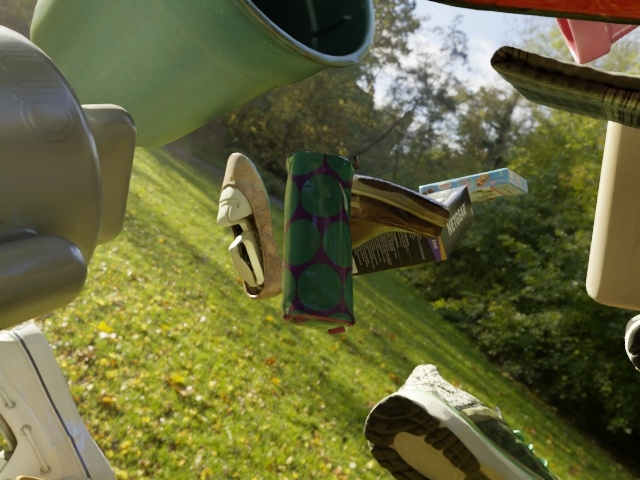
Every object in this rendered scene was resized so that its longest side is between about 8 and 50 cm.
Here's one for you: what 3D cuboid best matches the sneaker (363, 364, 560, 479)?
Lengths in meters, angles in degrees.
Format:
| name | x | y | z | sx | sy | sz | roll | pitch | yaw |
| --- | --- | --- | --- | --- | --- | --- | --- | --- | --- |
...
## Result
| name | x | y | z | sx | sy | sz | roll | pitch | yaw |
| --- | --- | --- | --- | --- | --- | --- | --- | --- | --- |
| sneaker | 0.265 | 0.311 | 0.779 | 0.410 | 0.158 | 0.182 | 39 | 35 | 3 |

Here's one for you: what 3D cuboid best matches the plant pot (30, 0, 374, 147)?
| name | x | y | z | sx | sy | sz | roll | pitch | yaw |
| --- | --- | --- | --- | --- | --- | --- | --- | --- | --- |
| plant pot | -0.164 | -0.297 | 0.707 | 0.341 | 0.334 | 0.341 | 27 | 53 | -41 |

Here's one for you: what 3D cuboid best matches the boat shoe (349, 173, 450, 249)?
| name | x | y | z | sx | sy | sz | roll | pitch | yaw |
| --- | --- | --- | --- | --- | --- | --- | --- | --- | --- |
| boat shoe | 0.044 | -0.024 | 0.660 | 0.095 | 0.095 | 0.257 | 16 | 4 | -33 |

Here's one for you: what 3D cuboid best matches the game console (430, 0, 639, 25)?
| name | x | y | z | sx | sy | sz | roll | pitch | yaw |
| --- | --- | --- | --- | --- | --- | --- | --- | --- | --- |
| game console | 0.205 | -0.248 | 0.470 | 0.386 | 0.060 | 0.342 | 1 | 35 | -11 |

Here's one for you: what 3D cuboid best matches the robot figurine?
| name | x | y | z | sx | sy | sz | roll | pitch | yaw |
| --- | --- | --- | --- | --- | --- | --- | --- | --- | --- |
| robot figurine | -0.279 | -0.028 | 0.325 | 0.300 | 0.200 | 0.353 | 25 | 26 | 23 |

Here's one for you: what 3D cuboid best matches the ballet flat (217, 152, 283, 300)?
| name | x | y | z | sx | sy | sz | roll | pitch | yaw |
| --- | --- | --- | --- | --- | --- | --- | --- | --- | --- |
| ballet flat | -0.152 | -0.022 | 1.160 | 0.107 | 0.316 | 0.106 | -11 | 11 | 44 |

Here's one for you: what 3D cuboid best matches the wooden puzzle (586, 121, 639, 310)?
| name | x | y | z | sx | sy | sz | roll | pitch | yaw |
| --- | --- | --- | --- | --- | --- | --- | --- | --- | --- |
| wooden puzzle | 0.609 | -0.036 | 0.901 | 0.347 | 0.322 | 0.080 | 9 | -2 | -3 |

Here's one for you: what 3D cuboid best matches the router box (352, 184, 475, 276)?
| name | x | y | z | sx | sy | sz | roll | pitch | yaw |
| --- | --- | --- | --- | --- | --- | --- | --- | --- | --- |
| router box | 0.164 | -0.021 | 1.145 | 0.309 | 0.242 | 0.081 | -34 | 109 | -60 |

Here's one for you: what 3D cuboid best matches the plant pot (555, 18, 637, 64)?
| name | x | y | z | sx | sy | sz | roll | pitch | yaw |
| --- | --- | --- | --- | --- | --- | --- | --- | --- | --- |
| plant pot | 0.492 | -0.427 | 0.947 | 0.201 | 0.180 | 0.201 | 47 | 31 | -40 |

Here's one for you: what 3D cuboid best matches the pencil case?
| name | x | y | z | sx | sy | sz | roll | pitch | yaw |
| --- | --- | --- | --- | --- | --- | --- | --- | --- | --- |
| pencil case | 0.000 | 0.000 | 0.482 | 0.064 | 0.152 | 0.070 | -5 | -18 | 20 |

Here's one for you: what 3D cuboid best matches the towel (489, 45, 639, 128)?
| name | x | y | z | sx | sy | sz | roll | pitch | yaw |
| --- | --- | --- | --- | --- | --- | --- | --- | --- | --- |
| towel | 0.384 | -0.167 | 0.665 | 0.324 | 0.056 | 0.312 | 23 | 16 | 24 |

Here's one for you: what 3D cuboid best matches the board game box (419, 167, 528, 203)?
| name | x | y | z | sx | sy | sz | roll | pitch | yaw |
| --- | --- | --- | --- | --- | --- | --- | --- | --- | --- |
| board game box | 0.368 | -0.121 | 1.345 | 0.211 | 0.039 | 0.160 | -11 | -10 | 33 |

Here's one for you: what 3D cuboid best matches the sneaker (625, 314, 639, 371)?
| name | x | y | z | sx | sy | sz | roll | pitch | yaw |
| --- | --- | --- | --- | --- | --- | --- | --- | --- | --- |
| sneaker | 0.516 | 0.148 | 0.685 | 0.271 | 0.100 | 0.108 | 20 | 13 | 17 |

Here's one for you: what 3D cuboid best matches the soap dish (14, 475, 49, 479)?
| name | x | y | z | sx | sy | sz | roll | pitch | yaw |
| --- | --- | --- | --- | --- | --- | --- | --- | --- | --- |
| soap dish | -0.280 | 0.395 | 0.558 | 0.118 | 0.229 | 0.291 | 2 | 63 | -32 |

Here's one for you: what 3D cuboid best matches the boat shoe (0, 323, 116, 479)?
| name | x | y | z | sx | sy | sz | roll | pitch | yaw |
| --- | --- | --- | --- | --- | --- | --- | --- | --- | --- |
| boat shoe | -0.396 | 0.300 | 0.757 | 0.156 | 0.136 | 0.367 | -21 | 81 | -45 |
